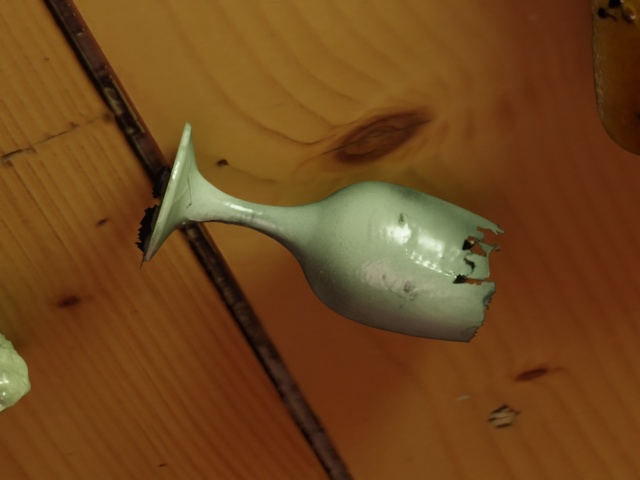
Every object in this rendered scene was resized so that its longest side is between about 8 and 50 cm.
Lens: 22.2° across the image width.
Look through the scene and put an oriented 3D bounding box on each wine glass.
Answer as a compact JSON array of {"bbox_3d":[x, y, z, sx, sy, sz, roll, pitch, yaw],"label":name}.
[{"bbox_3d":[0.000,0.000,1.460,0.321,0.143,0.143,17,123,-10],"label":"wine glass"}]

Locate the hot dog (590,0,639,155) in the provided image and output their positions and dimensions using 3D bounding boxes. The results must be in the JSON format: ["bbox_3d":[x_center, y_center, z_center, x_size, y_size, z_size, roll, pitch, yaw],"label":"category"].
[{"bbox_3d":[0.379,-0.211,1.272,0.367,0.196,0.365,0,128,6],"label":"hot dog"}]

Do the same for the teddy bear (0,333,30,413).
[{"bbox_3d":[-0.514,0.083,1.463,0.375,0.327,0.362,-34,102,-9],"label":"teddy bear"}]
